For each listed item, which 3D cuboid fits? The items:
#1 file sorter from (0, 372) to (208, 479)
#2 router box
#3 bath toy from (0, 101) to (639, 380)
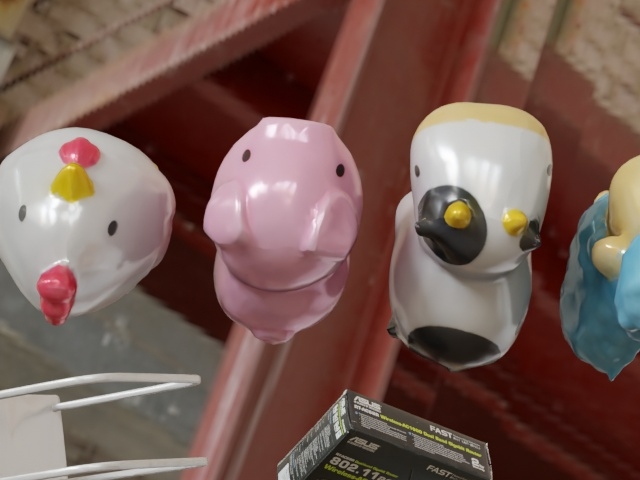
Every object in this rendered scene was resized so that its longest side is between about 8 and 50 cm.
[{"bbox_3d":[-0.185,0.248,1.392,0.173,0.277,0.193,-11,-9,24],"label":"file sorter"},{"bbox_3d":[0.045,0.162,1.252,0.122,0.038,0.092,22,-54,-24],"label":"router box"},{"bbox_3d":[0.000,0.000,0.909,0.348,0.129,0.151,4,-66,0],"label":"bath toy"}]
